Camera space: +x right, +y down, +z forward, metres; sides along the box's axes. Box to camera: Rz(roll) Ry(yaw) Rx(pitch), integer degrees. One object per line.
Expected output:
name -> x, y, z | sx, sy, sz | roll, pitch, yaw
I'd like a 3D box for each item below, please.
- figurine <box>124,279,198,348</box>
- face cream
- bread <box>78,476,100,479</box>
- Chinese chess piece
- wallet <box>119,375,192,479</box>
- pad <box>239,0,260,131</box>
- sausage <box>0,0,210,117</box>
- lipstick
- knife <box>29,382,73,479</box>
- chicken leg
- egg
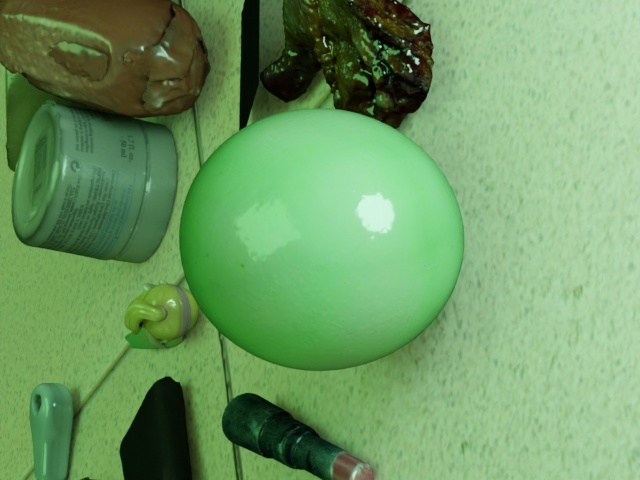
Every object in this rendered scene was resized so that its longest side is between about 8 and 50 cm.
figurine -> -0.191, 0.085, 1.933 | 0.187, 0.083, 0.083 | 173, 105, -72
face cream -> -0.274, -0.069, 2.050 | 0.177, 0.153, 0.177 | -32, 53, 54
bread -> -0.294, 0.349, 2.053 | 0.132, 0.053, 0.074 | -60, 34, 30
Chinese chess piece -> -0.354, -0.212, 2.221 | 0.273, 0.102, 0.273 | 180, 90, -83
wallet -> -0.174, 0.282, 1.861 | 0.149, 0.044, 0.250 | 121, 146, -42
pad -> -0.075, -0.208, 1.821 | 0.127, 0.004, 0.190 | 112, 161, -58
sausage -> -0.255, -0.227, 1.989 | 0.279, 0.152, 0.152 | 16, 97, 26
lipstick -> -0.020, 0.193, 1.586 | 0.234, 0.053, 0.053 | 17, 96, 61
knife -> -0.339, 0.346, 2.166 | 0.080, 0.044, 0.331 | -13, 75, 53
chicken leg -> 0.022, -0.176, 1.611 | 0.322, 0.083, 0.177 | -140, 45, -56
egg -> 0.000, 0.000, 1.427 | 0.269, 0.220, 0.220 | 12, 92, 58
